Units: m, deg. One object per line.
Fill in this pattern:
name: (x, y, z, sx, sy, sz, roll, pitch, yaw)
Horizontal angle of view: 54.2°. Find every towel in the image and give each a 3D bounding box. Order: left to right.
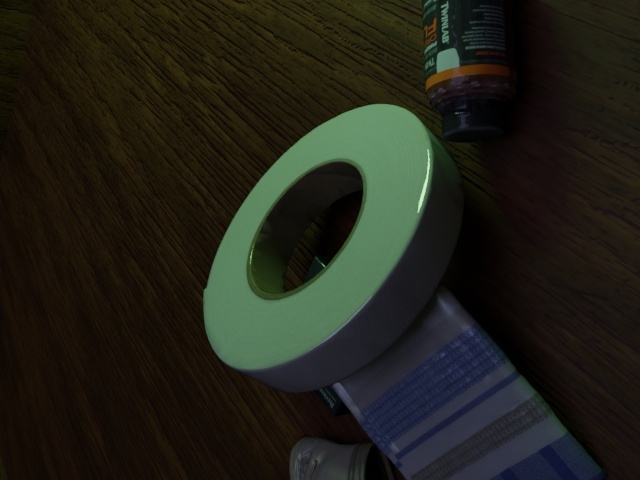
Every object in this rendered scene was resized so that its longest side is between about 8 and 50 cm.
towel: (0.146, 0.197, 0.718, 0.285, 0.034, 0.209, 50, 120, 12)

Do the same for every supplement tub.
supplement tub: (0.173, -0.218, 0.726, 0.106, 0.106, 0.198, -7, 82, 47)

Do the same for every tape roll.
tape roll: (0.000, 0.000, 0.802, 0.392, 0.072, 0.392, -31, 39, 29)

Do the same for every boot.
boot: (0.032, 0.386, 0.873, 0.165, 0.077, 0.214, -15, 74, 45)

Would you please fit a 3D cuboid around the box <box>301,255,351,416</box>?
box: (0.037, 0.128, 0.868, 0.156, 0.093, 0.158, 45, 121, 39)
